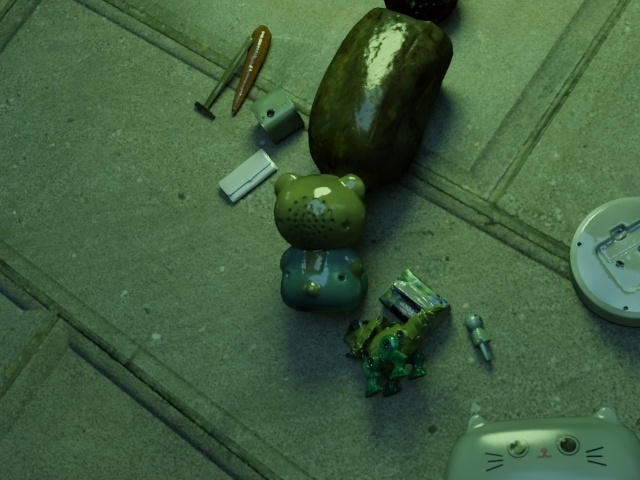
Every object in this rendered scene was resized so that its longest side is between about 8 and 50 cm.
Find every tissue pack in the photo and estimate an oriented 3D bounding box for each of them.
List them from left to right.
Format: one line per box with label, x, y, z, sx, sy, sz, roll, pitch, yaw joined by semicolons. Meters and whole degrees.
tissue pack;0.178;0.117;1.622;0.085;0.079;0.111;-47;66;-4
tissue pack;0.370;0.402;1.389;0.332;0.229;0.236;-6;71;13

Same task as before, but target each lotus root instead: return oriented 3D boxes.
lotus root;0.106;-0.264;1.694;0.250;0.250;0.346;18;79;20

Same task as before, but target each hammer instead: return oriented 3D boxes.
hammer;-0.207;-0.367;1.906;0.062;0.013;0.199;39;99;23

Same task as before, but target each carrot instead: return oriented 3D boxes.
carrot;-0.157;-0.380;1.909;0.048;0.048;0.216;15;81;19

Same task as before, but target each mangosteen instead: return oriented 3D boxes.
mangosteen;0.214;-0.538;1.800;0.172;0.172;0.184;4;53;16

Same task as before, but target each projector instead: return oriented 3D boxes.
projector;-0.092;-0.269;1.827;0.082;0.083;0.083;-33;66;2

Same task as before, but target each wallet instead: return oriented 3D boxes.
wallet;-0.156;-0.139;1.833;0.122;0.025;0.061;-38;73;0

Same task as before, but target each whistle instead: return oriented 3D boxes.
whistle;0.296;0.177;1.595;0.035;0.035;0.100;-22;69;7

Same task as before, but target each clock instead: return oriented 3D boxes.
clock;0.569;0.037;1.545;0.230;0.083;0.231;-5;68;13

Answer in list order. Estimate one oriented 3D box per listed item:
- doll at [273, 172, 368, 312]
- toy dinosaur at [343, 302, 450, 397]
doll;0.000;0.000;1.618;0.177;0.161;0.261;4;105;18
toy dinosaur;0.145;0.194;1.570;0.259;0.094;0.153;-28;66;39
